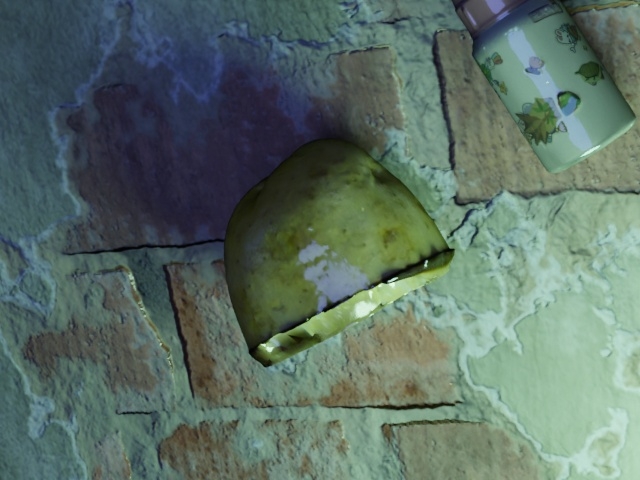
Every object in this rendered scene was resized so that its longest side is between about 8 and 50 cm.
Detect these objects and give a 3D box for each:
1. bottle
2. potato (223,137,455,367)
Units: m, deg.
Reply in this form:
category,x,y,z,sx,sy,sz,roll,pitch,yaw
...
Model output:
category,x,y,z,sx,sy,sz,roll,pitch,yaw
bottle,0.239,-0.207,1.450,0.120,0.120,0.253,-33,91,27
potato,0.000,0.000,1.569,0.285,0.242,0.242,-31,93,34
